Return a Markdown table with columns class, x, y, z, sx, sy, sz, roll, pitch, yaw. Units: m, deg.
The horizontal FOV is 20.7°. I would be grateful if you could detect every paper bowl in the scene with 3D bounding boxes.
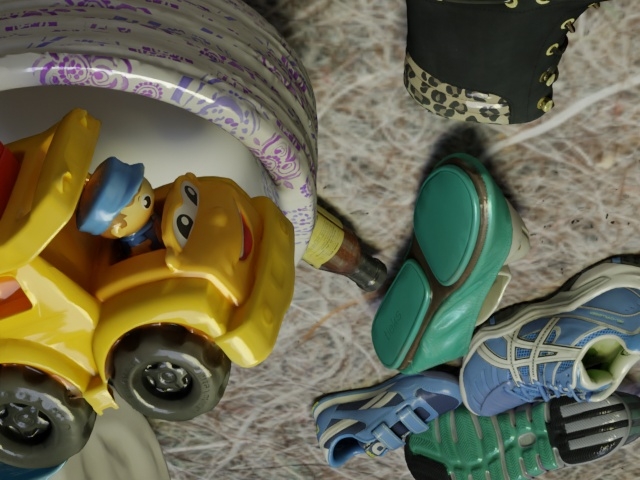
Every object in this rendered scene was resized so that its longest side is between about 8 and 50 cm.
| class | x | y | z | sx | sy | sz | roll | pitch | yaw |
| --- | --- | --- | --- | --- | --- | --- | --- | --- | --- |
| paper bowl | -0.143 | -0.071 | 1.119 | 0.284 | 0.148 | 0.284 | 0 | 143 | 0 |

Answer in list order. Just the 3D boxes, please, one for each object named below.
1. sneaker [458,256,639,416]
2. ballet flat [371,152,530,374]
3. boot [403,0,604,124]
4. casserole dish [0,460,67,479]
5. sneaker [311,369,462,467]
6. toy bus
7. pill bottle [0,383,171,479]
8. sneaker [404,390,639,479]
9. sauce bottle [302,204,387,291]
| class | x | y | z | sx | sy | sz | roll | pitch | yaw |
| --- | --- | --- | --- | --- | --- | --- | --- | --- | --- |
| sneaker | 0.186 | 0.092 | 1.390 | 0.080 | 0.081 | 0.211 | 23 | 137 | -28 |
| ballet flat | 0.106 | 0.012 | 1.301 | 0.087 | 0.083 | 0.247 | -13 | 149 | -24 |
| boot | 0.155 | -0.149 | 1.068 | 0.236 | 0.085 | 0.179 | 3 | 146 | 6 |
| casserole dish | -0.251 | 0.109 | 1.373 | 0.114 | 0.188 | 0.037 | -19 | 179 | 23 |
| sneaker | 0.061 | 0.153 | 1.492 | 0.144 | 0.059 | 0.053 | -21 | 137 | 23 |
| toy bus | -0.152 | -0.002 | 0.991 | 0.220 | 0.149 | 0.211 | -19 | 124 | 21 |
| pill bottle | -0.302 | 0.244 | 1.517 | 0.318 | 0.176 | 0.176 | -19 | 139 | 24 |
| sneaker | 0.182 | 0.174 | 1.509 | 0.223 | 0.083 | 0.098 | -13 | 171 | 37 |
| sauce bottle | 0.000 | 0.000 | 1.300 | 0.042 | 0.042 | 0.128 | -27 | 133 | 31 |
